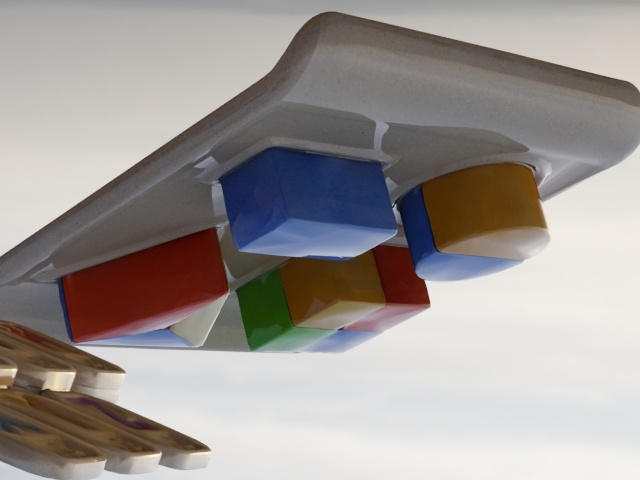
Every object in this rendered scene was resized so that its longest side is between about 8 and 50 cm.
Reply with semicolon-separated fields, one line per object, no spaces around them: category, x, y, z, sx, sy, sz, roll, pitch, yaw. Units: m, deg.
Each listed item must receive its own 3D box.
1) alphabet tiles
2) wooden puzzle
alphabet tiles;-0.187;0.032;0.680;0.278;0.021;0.284;21;-179;17
wooden puzzle;0.000;0.000;1.087;0.322;0.080;0.348;6;148;-45
